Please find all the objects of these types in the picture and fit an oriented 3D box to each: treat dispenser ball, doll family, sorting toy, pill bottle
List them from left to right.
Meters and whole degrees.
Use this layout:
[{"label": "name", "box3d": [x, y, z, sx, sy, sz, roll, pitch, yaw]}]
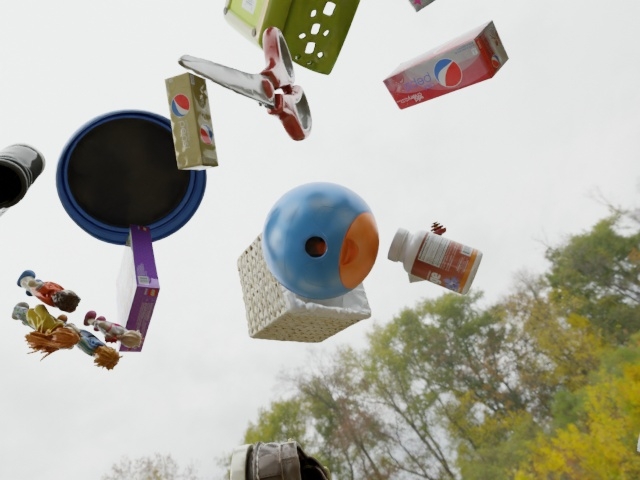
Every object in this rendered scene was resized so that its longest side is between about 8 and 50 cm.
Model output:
[{"label": "doll family", "box3d": [-0.439, 0.170, 0.766, 0.118, 0.163, 0.263, -62, -32, -23]}, {"label": "treat dispenser ball", "box3d": [0.000, 0.000, 1.042, 0.288, 0.288, 0.288, -20, -46, -23]}, {"label": "sorting toy", "box3d": [0.317, -0.027, 1.216, 0.061, 0.042, 0.102, -13, -13, -34]}, {"label": "pill bottle", "box3d": [0.287, 0.045, 1.085, 0.121, 0.216, 0.121, -56, -21, -35]}]

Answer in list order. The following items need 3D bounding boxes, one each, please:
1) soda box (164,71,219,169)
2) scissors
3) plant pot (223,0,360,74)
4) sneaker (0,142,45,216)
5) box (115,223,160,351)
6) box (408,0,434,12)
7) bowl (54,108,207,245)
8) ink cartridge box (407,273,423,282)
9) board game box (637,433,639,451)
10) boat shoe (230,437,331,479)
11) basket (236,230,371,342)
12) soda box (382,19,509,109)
[{"label": "soda box", "box3d": [-0.258, -0.234, 0.856, 0.058, 0.061, 0.181, -14, -83, -68]}, {"label": "scissors", "box3d": [-0.036, -0.109, 0.338, 0.021, 0.297, 0.109, -14, -64, 9]}, {"label": "plant pot", "box3d": [-0.073, -0.528, 0.940, 0.207, 0.227, 0.228, -11, -42, -43]}, {"label": "sneaker", "box3d": [-0.632, -0.057, 0.760, 0.296, 0.147, 0.104, -45, -62, -3]}, {"label": "box", "box3d": [-0.482, 0.115, 1.109, 0.057, 0.293, 0.200, 10, -64, -32]}, {"label": "box", "box3d": [0.128, -0.392, 0.428, 0.163, 0.142, 0.247, 38, -124, -34]}, {"label": "bowl", "box3d": [-0.521, -0.174, 1.199, 0.391, 0.077, 0.391, -18, -55, -28]}, {"label": "ink cartridge box", "box3d": [0.318, 0.058, 1.353, 0.099, 0.056, 0.135, -11, -66, 8]}, {"label": "board game box", "box3d": [0.770, 0.357, 0.757, 0.053, 0.305, 0.192, -27, -58, -48]}, {"label": "boat shoe", "box3d": [-0.035, 0.399, 0.680, 0.097, 0.116, 0.324, -16, -44, 7]}, {"label": "basket", "box3d": [-0.066, 0.144, 1.388, 0.331, 0.328, 0.266, 15, -43, -41]}, {"label": "soda box", "box3d": [0.267, -0.378, 0.946, 0.083, 0.263, 0.092, -48, -66, -24]}]
